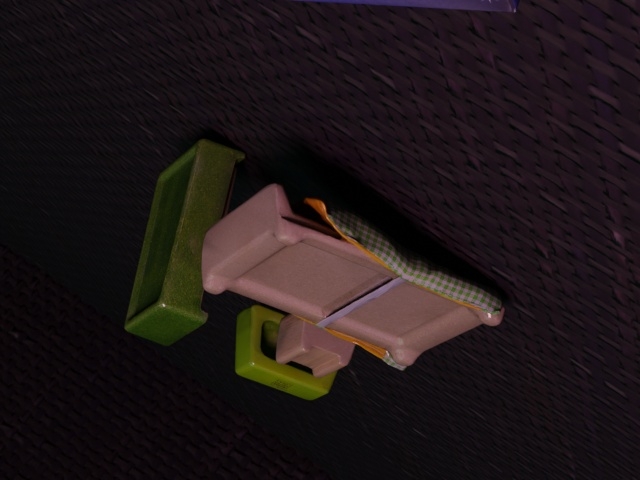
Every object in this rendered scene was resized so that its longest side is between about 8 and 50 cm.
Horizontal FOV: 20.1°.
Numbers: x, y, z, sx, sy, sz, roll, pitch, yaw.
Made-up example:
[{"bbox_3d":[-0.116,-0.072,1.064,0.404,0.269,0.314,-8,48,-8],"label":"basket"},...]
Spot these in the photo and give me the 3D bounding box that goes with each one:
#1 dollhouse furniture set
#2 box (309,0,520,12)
[{"bbox_3d":[0.000,0.000,1.417,0.198,0.151,0.301,22,155,-21],"label":"dollhouse furniture set"},{"bbox_3d":[0.004,-0.158,0.797,0.225,0.036,0.136,6,151,28],"label":"box"}]
